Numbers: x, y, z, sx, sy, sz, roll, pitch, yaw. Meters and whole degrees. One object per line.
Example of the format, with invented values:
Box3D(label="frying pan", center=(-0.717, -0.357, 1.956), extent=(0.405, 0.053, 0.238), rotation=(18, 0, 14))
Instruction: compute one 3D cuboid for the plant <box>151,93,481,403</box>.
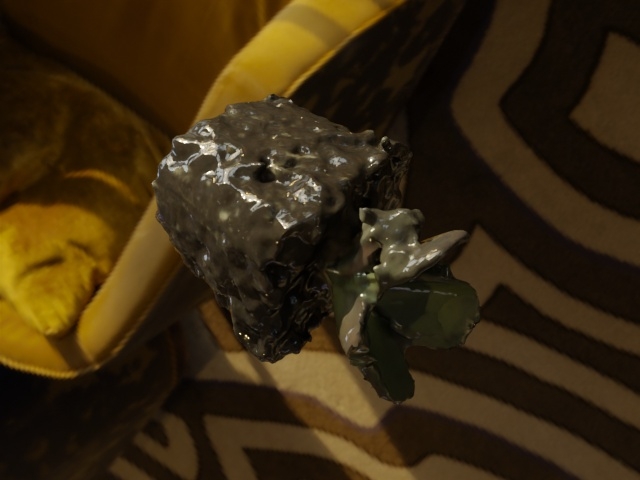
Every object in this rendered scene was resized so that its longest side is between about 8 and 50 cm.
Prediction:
Box3D(label="plant", center=(0.000, 0.000, 0.685), extent=(0.203, 0.131, 0.142), rotation=(45, 141, 25))
